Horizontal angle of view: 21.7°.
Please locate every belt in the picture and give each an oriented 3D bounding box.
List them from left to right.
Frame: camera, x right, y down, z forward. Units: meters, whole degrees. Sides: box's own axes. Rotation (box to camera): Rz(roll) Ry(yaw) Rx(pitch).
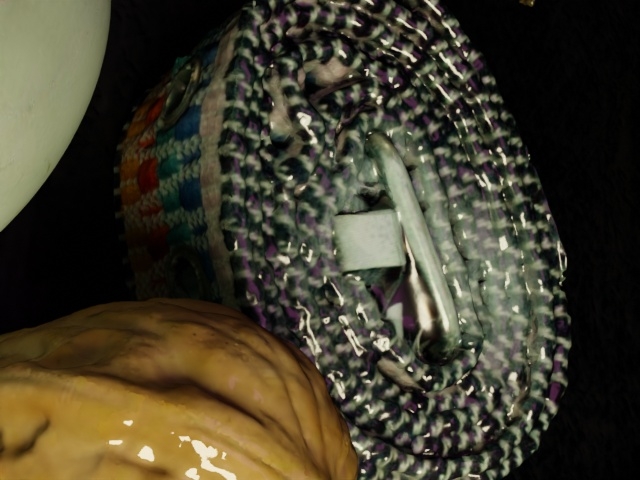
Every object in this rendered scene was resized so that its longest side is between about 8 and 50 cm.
[{"bbox_3d":[0.000,0.000,0.898,0.207,0.160,0.295,-25,95,-30],"label":"belt"}]

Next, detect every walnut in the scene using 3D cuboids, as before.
[{"bbox_3d":[-0.081,0.120,0.728,0.213,0.213,0.213,17,65,-42],"label":"walnut"}]

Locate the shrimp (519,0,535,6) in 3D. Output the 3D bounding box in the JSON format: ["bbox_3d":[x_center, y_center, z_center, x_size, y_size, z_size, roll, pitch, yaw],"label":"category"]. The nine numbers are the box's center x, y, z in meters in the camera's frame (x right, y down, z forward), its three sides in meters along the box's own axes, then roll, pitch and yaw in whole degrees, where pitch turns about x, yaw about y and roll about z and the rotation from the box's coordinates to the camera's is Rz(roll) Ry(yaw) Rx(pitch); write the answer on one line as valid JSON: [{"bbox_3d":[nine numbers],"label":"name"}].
[{"bbox_3d":[0.136,-0.261,1.211,0.132,0.051,0.187,-8,77,-28],"label":"shrimp"}]

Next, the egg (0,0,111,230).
[{"bbox_3d":[-0.192,-0.076,0.700,0.183,0.183,0.264,41,58,-29],"label":"egg"}]
